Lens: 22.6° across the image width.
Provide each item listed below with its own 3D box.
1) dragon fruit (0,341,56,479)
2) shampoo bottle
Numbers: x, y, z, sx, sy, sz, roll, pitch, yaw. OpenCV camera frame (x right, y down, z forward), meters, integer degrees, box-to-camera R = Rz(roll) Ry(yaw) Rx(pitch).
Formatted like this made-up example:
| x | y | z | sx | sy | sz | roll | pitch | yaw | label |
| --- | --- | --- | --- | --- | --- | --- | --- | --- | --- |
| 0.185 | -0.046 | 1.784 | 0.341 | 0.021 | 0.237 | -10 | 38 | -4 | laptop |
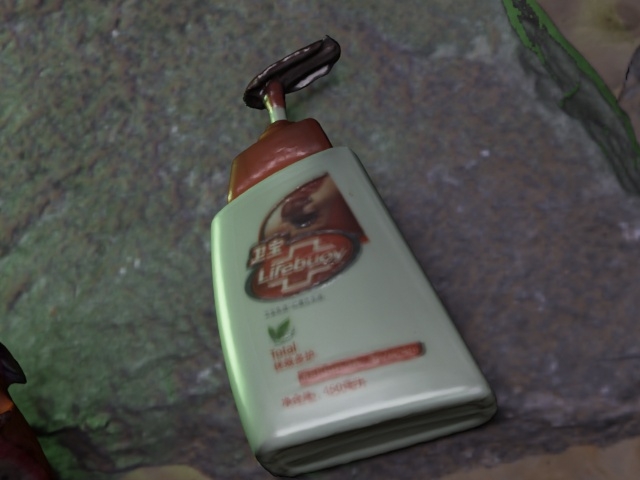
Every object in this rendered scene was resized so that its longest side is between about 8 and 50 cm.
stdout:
| x | y | z | sx | sy | sz | roll | pitch | yaw | label |
| --- | --- | --- | --- | --- | --- | --- | --- | --- | --- |
| -0.305 | 0.138 | 0.923 | 0.290 | 0.291 | 0.189 | -41 | 61 | -6 | dragon fruit |
| 0.000 | 0.000 | 1.016 | 0.153 | 0.071 | 0.284 | -18 | 63 | 5 | shampoo bottle |
